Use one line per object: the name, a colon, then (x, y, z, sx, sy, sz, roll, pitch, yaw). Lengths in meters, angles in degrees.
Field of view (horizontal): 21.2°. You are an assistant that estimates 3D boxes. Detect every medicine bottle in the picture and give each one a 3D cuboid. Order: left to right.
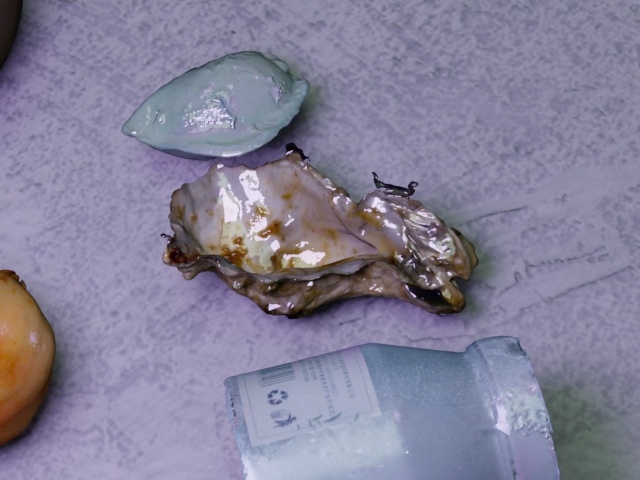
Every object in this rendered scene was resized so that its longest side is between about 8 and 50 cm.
medicine bottle: (0.071, 0.217, 1.633, 0.289, 0.245, 0.245, -12, 59, -3)

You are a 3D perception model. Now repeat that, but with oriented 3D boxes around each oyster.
oyster: (0.001, -0.005, 1.830, 0.337, 0.133, 0.198, 4, 57, 10)

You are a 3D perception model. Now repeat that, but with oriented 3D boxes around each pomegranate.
pomegranate: (-0.371, 0.122, 1.761, 0.209, 0.209, 0.209, -2, 60, 4)

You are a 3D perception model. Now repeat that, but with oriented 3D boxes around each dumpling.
dumpling: (-0.113, -0.148, 1.919, 0.216, 0.149, 0.105, -22, 99, -14)

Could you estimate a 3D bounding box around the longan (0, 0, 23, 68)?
longan: (-0.508, -0.289, 1.935, 0.360, 0.361, 0.361, -2, 60, 4)
